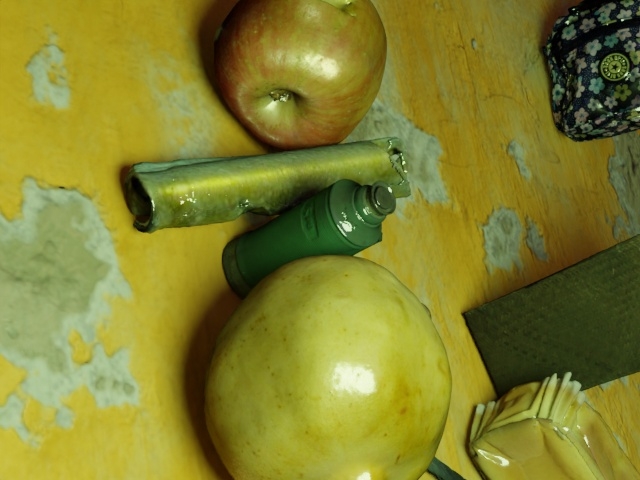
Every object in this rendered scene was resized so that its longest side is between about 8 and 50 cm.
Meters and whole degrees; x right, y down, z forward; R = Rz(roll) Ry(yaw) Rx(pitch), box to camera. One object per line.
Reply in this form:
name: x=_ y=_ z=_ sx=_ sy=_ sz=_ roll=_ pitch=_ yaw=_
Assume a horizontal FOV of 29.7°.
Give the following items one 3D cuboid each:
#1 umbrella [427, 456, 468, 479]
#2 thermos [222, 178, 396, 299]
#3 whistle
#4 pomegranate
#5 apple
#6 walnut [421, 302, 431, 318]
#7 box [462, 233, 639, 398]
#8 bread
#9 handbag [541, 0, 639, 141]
umbrella: x=0.123 y=0.233 z=1.280 sx=0.269 sy=0.044 sz=0.044 roll=36 pitch=73 yaw=-32
thermos: x=-0.003 y=0.000 z=1.146 sx=0.083 sy=0.188 sz=0.073 roll=49 pitch=41 yaw=-15
whistle: x=-0.038 y=-0.057 z=1.189 sx=0.327 sy=0.057 sz=0.067 roll=-10 pitch=99 yaw=-36
pomegranate: x=0.008 y=0.132 z=1.068 sx=0.233 sy=0.233 sz=0.233 roll=26 pitch=51 yaw=-38
apple: x=-0.015 y=-0.193 z=1.262 sx=0.199 sy=0.199 sz=0.199 roll=26 pitch=51 yaw=-38
walnut: x=0.063 y=0.101 z=1.263 sx=0.170 sy=0.069 sz=0.142 roll=8 pitch=65 yaw=-44
box: x=0.335 y=0.086 z=1.416 sx=0.184 sy=0.273 sz=0.143 roll=-16 pitch=81 yaw=-51
bread: x=0.278 y=0.271 z=1.357 sx=0.241 sy=0.136 sz=0.107 roll=54 pitch=37 yaw=-13
handbag: x=0.442 y=-0.263 z=1.779 sx=0.127 sy=0.229 sz=0.207 roll=20 pitch=58 yaw=-65
